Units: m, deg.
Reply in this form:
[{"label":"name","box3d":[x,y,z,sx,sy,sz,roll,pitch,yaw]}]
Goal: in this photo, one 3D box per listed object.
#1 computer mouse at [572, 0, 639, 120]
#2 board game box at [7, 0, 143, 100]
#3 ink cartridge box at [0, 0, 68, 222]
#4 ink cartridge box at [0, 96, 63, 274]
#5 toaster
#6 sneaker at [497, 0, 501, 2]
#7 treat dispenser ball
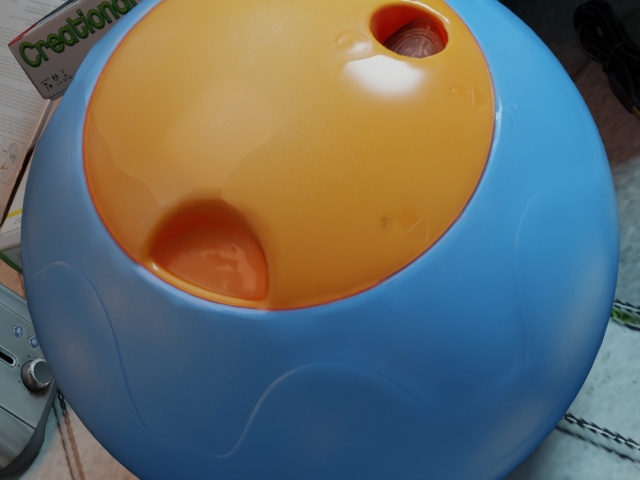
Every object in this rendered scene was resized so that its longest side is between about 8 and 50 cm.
[{"label":"computer mouse","box3d":[0.229,-0.147,1.056,0.193,0.042,0.106,-37,36,13]},{"label":"board game box","box3d":[-0.048,-0.201,1.269,0.305,0.053,0.193,-22,16,43]},{"label":"ink cartridge box","box3d":[-0.232,-0.101,1.501,0.145,0.045,0.179,19,89,51]},{"label":"ink cartridge box","box3d":[-0.137,-0.069,1.337,0.109,0.062,0.209,-13,47,40]},{"label":"toaster","box3d":[-0.285,0.082,1.271,0.227,0.146,0.129,-13,47,38]},{"label":"sneaker","box3d":[0.058,-0.118,1.157,0.256,0.094,0.151,-39,31,26]},{"label":"treat dispenser ball","box3d":[0.000,0.000,0.942,0.288,0.288,0.288,-27,40,25]}]
